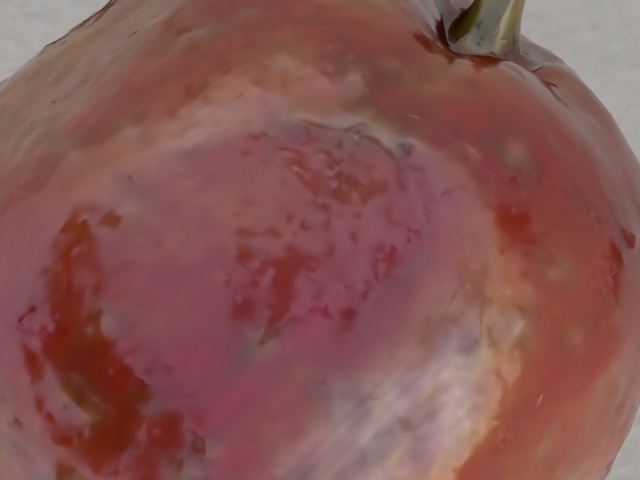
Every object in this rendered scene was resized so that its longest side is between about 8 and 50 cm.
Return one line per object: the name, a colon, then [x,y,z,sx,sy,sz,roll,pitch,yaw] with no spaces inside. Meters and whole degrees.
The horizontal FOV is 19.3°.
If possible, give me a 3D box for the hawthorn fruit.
hawthorn fruit: [0.000,0.000,0.670,0.287,0.287,0.330,35,101,9]
